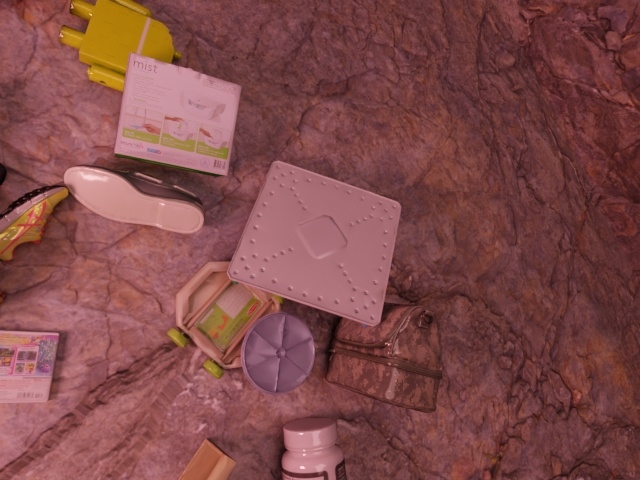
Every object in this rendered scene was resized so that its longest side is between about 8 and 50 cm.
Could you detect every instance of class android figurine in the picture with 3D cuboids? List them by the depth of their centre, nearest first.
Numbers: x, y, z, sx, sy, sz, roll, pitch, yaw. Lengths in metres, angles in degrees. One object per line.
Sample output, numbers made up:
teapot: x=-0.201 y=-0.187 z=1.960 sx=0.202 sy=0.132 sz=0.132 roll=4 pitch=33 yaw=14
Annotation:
android figurine: x=-0.489 y=-0.494 z=1.117 sx=0.272 sy=0.056 sz=0.249 roll=15 pitch=74 yaw=-25

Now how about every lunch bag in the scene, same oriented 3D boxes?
lunch bag: x=0.171 y=0.290 z=1.196 sx=0.212 sy=0.305 sz=0.256 roll=23 pitch=74 yaw=-26

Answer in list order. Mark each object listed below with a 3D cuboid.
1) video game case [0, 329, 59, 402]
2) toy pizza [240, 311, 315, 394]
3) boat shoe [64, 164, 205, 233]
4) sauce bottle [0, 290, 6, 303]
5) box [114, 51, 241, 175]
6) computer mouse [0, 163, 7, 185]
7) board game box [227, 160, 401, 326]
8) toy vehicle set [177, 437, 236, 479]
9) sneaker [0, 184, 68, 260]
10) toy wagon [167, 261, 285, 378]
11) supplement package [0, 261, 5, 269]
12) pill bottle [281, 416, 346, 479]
video game case: x=-0.639 y=0.259 z=0.918 sx=0.157 sy=0.019 sz=0.144 roll=9 pitch=76 yaw=-26
toy pizza: x=-0.106 y=0.283 z=1.120 sx=0.201 sy=0.032 sz=0.202 roll=6 pitch=78 yaw=-27
boat shoe: x=-0.435 y=-0.108 z=1.072 sx=0.319 sy=0.116 sz=0.099 roll=18 pitch=29 yaw=-18
sauce bottle: x=-0.690 y=0.153 z=0.887 sx=0.042 sy=0.042 sz=0.128 roll=35 pitch=58 yaw=-19
box: x=-0.348 y=-0.294 z=1.085 sx=0.261 sy=0.126 sz=0.232 roll=8 pitch=92 yaw=-27
computer mouse: x=-0.682 y=-0.099 z=0.867 sx=0.071 sy=0.041 sz=0.242 roll=37 pitch=22 yaw=-33
board game box: x=0.000 y=0.000 z=1.183 sx=0.389 sy=0.050 sz=0.390 roll=19 pitch=58 yaw=-3
toy vehicle set: x=-0.297 y=0.576 z=0.961 sx=0.035 sy=0.166 sz=0.267 roll=41 pitch=65 yaw=-15
sneaker: x=-0.624 y=-0.040 z=0.956 sx=0.209 sy=0.081 sz=0.094 roll=-50 pitch=128 yaw=-31
toy wagon: x=-0.205 y=0.217 z=1.135 sx=0.344 sy=0.068 sz=0.267 roll=47 pitch=63 yaw=-14
supplement package: x=-0.778 y=0.046 z=0.809 sx=0.261 sy=0.145 sz=0.204 roll=38 pitch=65 yaw=-18
pill bottle: x=-0.014 y=0.605 z=1.113 sx=0.161 sy=0.161 sz=0.284 roll=-2 pitch=81 yaw=-29
